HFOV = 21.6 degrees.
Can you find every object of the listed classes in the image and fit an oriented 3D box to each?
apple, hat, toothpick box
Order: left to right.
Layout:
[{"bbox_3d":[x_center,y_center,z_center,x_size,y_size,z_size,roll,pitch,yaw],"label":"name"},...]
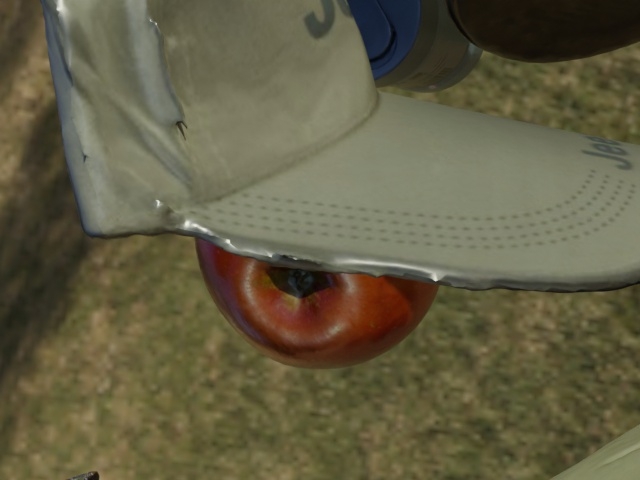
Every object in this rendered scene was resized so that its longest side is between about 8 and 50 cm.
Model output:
[{"bbox_3d":[0.000,0.000,1.023,0.139,0.163,0.163,-79,15,-59],"label":"apple"},{"bbox_3d":[0.006,-0.075,0.575,0.214,0.244,0.149,-110,16,-73],"label":"hat"},{"bbox_3d":[0.053,-0.159,1.226,0.101,0.153,0.101,1,92,23],"label":"toothpick box"}]

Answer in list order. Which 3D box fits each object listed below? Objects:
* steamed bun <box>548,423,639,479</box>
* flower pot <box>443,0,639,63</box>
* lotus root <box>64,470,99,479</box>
[{"bbox_3d":[0.217,0.233,0.863,0.371,0.290,0.456,-28,5,12],"label":"steamed bun"},{"bbox_3d":[0.112,-0.252,0.877,0.266,0.266,0.267,-49,49,45],"label":"flower pot"},{"bbox_3d":[-0.144,0.209,0.993,0.072,0.063,0.152,-45,45,40],"label":"lotus root"}]
